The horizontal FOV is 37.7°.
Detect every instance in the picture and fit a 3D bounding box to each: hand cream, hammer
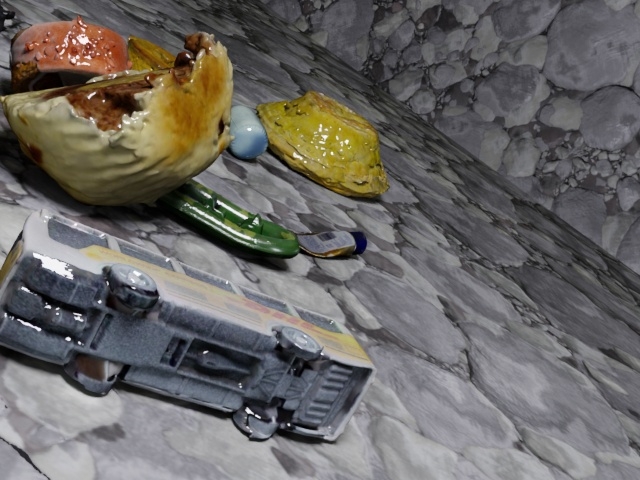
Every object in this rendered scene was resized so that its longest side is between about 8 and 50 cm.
[{"bbox_3d":[0.000,0.000,1.347,0.163,0.039,0.062,6,31,-43],"label":"hand cream"},{"bbox_3d":[-0.183,-0.198,1.547,0.193,0.070,0.116,17,22,-26],"label":"hammer"}]

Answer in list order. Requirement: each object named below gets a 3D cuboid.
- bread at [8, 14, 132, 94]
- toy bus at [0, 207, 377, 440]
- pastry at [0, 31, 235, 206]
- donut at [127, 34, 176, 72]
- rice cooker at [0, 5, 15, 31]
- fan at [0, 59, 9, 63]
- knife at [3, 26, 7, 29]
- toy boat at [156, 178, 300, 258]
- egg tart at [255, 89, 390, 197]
[{"bbox_3d":[-0.324,-0.228,1.226,0.160,0.073,0.160,-1,-13,0],"label":"bread"},{"bbox_3d":[-0.112,0.077,0.817,0.342,0.097,0.138,23,16,-26],"label":"toy bus"},{"bbox_3d":[-0.224,-0.120,1.071,0.236,0.170,0.256,-6,20,28],"label":"pastry"},{"bbox_3d":[-0.277,-0.289,1.646,0.162,0.065,0.178,24,17,-39],"label":"donut"},{"bbox_3d":[-0.515,-0.340,1.262,0.203,0.119,0.142,10,5,-34],"label":"rice cooker"},{"bbox_3d":[-0.411,-0.242,1.364,0.414,0.012,0.233,12,19,-47],"label":"fan"},{"bbox_3d":[-0.564,-0.350,1.404,0.060,0.028,0.230,27,10,34],"label":"knife"},{"bbox_3d":[-0.122,-0.030,1.184,0.210,0.052,0.104,29,14,-3],"label":"toy boat"},{"bbox_3d":[0.013,-0.192,1.757,0.294,0.123,0.294,26,17,-9],"label":"egg tart"}]
